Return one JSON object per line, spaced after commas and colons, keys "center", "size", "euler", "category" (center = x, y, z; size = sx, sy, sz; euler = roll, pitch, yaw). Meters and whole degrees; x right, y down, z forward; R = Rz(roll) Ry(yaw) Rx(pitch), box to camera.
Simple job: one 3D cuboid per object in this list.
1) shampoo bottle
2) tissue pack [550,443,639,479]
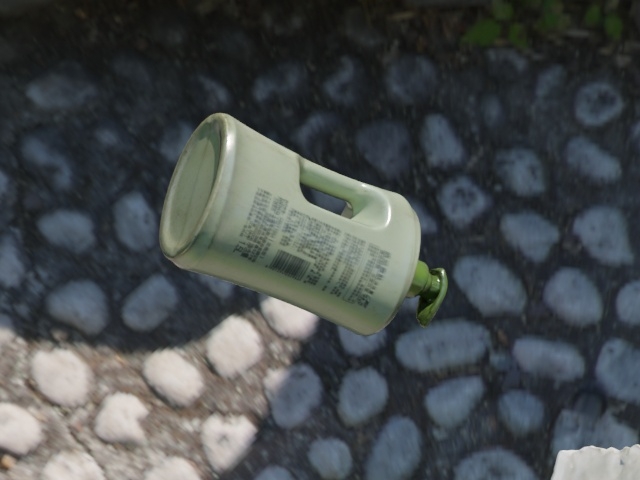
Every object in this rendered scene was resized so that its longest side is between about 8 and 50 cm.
{"center": [0.000, 0.000, 1.229], "size": [0.234, 0.087, 0.118], "euler": [23, 72, -29], "category": "shampoo bottle"}
{"center": [0.218, 0.224, 0.775], "size": [0.071, 0.325, 0.170], "euler": [-4, 65, 49], "category": "tissue pack"}
